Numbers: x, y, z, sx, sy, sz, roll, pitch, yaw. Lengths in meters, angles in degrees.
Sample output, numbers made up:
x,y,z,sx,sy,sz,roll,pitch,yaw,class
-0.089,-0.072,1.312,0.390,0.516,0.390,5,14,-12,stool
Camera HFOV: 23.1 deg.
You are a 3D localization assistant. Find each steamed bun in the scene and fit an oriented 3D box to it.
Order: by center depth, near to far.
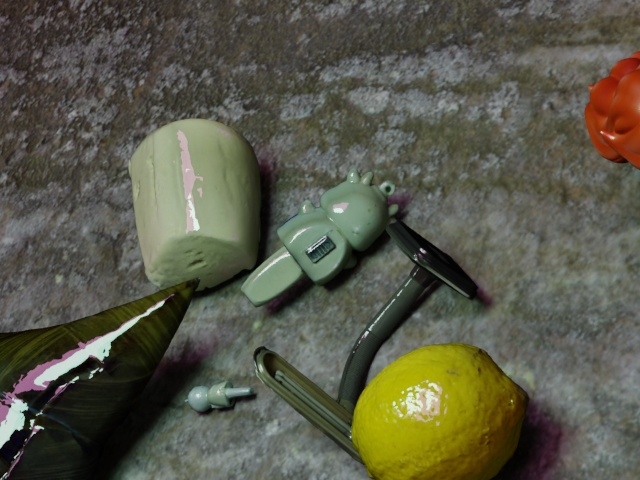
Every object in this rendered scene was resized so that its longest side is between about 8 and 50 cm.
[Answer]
x,y,z,sx,sy,sz,roll,pitch,yaw,class
-0.163,-0.043,2.164,0.200,0.170,0.226,-33,56,54,steamed bun

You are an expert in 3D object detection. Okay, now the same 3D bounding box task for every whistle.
x,y,z,sx,sy,sz,roll,pitch,yaw,class
-0.133,0.202,2.037,0.100,0.035,0.035,-11,54,25,whistle
0.000,0.000,2.051,0.244,0.110,0.092,-39,14,4,whistle

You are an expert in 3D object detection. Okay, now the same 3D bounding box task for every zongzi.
x,y,z,sx,sy,sz,roll,pitch,yaw,class
-0.386,0.153,2.110,0.432,0.208,0.403,-53,44,-4,zongzi

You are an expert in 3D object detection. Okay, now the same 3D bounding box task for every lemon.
x,y,z,sx,sy,sz,roll,pitch,yaw,class
0.132,0.205,1.768,0.193,0.180,0.181,-49,36,40,lemon

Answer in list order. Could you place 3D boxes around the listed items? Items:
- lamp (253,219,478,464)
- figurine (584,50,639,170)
x,y,z,sx,sy,sz,roll,pitch,yaw,class
0.044,0.097,1.891,0.283,0.203,0.124,-57,29,-8,lamp
0.397,-0.119,1.763,0.181,0.257,0.208,-14,52,24,figurine
